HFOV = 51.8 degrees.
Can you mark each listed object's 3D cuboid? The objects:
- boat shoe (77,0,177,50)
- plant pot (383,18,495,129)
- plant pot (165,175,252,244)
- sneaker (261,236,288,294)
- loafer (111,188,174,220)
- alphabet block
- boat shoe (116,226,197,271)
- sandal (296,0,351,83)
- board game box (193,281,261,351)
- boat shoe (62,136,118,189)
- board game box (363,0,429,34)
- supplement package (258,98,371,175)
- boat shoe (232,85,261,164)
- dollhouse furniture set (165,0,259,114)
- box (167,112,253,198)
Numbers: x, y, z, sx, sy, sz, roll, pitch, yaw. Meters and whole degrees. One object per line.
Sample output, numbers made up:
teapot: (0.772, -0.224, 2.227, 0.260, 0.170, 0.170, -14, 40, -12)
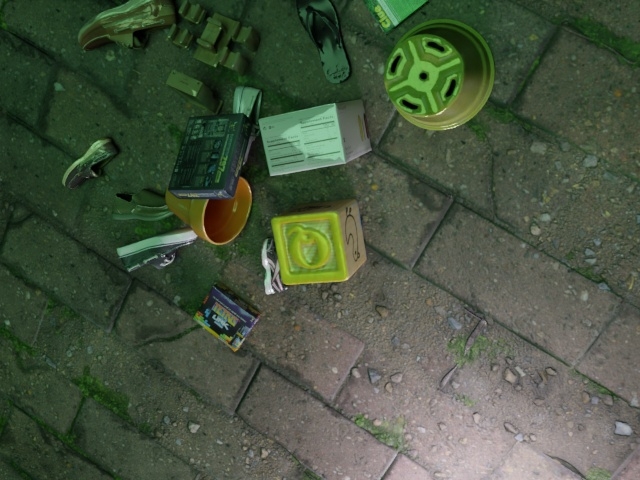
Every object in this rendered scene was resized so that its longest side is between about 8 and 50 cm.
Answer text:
boat shoe: (-0.547, -0.599, 1.864, 0.324, 0.123, 0.116, -17, 100, 24)
plant pot: (0.265, -0.391, 1.566, 0.276, 0.254, 0.276, 5, 105, 17)
plant pot: (-0.333, -0.114, 1.887, 0.188, 0.205, 0.205, 21, 111, 29)
sneaker: (-0.126, 0.070, 1.931, 0.077, 0.072, 0.178, -1, 112, 7)
loafer: (-0.532, -0.111, 1.998, 0.251, 0.094, 0.087, -1, 108, 19)
alphabet block: (0.000, 0.000, 1.789, 0.193, 0.197, 0.192, -7, 102, 20)
boat shoe: (-0.491, 0.034, 2.017, 0.301, 0.108, 0.102, -15, 99, 24)
sandal: (0.013, -0.537, 1.721, 0.097, 0.054, 0.254, -23, 96, 23)
board game box: (-0.288, 0.235, 2.031, 0.170, 0.048, 0.141, 36, 113, 7)
boat shoe: (-0.712, -0.226, 2.038, 0.223, 0.080, 0.073, -41, 83, 19)
board game box: (0.146, -0.666, 1.657, 0.136, 0.030, 0.260, -33, 92, 21)
supplement package: (-0.005, -0.269, 1.685, 0.204, 0.262, 0.145, -8, 102, 20)
boat shoe: (-0.206, -0.315, 1.839, 0.075, 0.083, 0.226, 9, 106, 18)
dollhouse furniture set: (-0.304, -0.497, 1.820, 0.212, 0.161, 0.242, 26, 89, 12)
box: (-0.293, -0.225, 1.763, 0.183, 0.059, 0.233, 0, 68, 27)
